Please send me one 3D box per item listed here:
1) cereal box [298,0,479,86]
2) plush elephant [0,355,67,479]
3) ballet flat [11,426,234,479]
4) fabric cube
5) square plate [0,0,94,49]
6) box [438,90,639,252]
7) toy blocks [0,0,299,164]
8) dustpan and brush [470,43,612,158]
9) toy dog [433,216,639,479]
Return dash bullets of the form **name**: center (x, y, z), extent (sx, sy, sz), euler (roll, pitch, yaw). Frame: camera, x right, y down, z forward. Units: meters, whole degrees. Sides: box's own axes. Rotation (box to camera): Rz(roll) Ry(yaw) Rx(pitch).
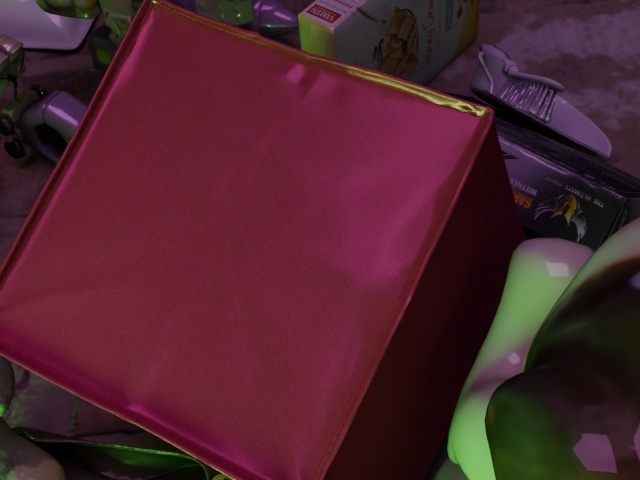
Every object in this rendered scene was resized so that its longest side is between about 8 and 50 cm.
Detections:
- **cereal box**: center (0.075, -0.209, 0.998), extent (0.047, 0.173, 0.240), euler (31, 60, 26)
- **plush elephant**: center (-0.354, 0.100, 0.637), extent (0.272, 0.255, 0.330), euler (-20, 84, 1)
- **ballet flat**: center (-0.153, 0.185, 0.767), extent (0.250, 0.058, 0.084), euler (10, 53, 14)
- **fabric cube**: center (-0.028, 0.030, 0.703), extent (0.259, 0.258, 0.254), euler (24, 81, 22)
- **square plate**: center (-0.411, -0.372, 1.263), extent (0.347, 0.049, 0.344), euler (6, 51, 10)
- **box**: center (0.175, -0.062, 0.873), extent (0.231, 0.056, 0.183), euler (31, 17, 27)
- **toy blocks**: center (-0.150, -0.243, 0.972), extent (0.260, 0.288, 0.309), euler (17, 51, 25)
- **dustpan and brush**: center (0.193, -0.155, 0.999), extent (0.147, 0.060, 0.211), euler (24, 9, -22)
- **toy dog**: center (0.184, 0.154, 0.531), extent (0.284, 0.408, 0.395), euler (7, 51, 12)
